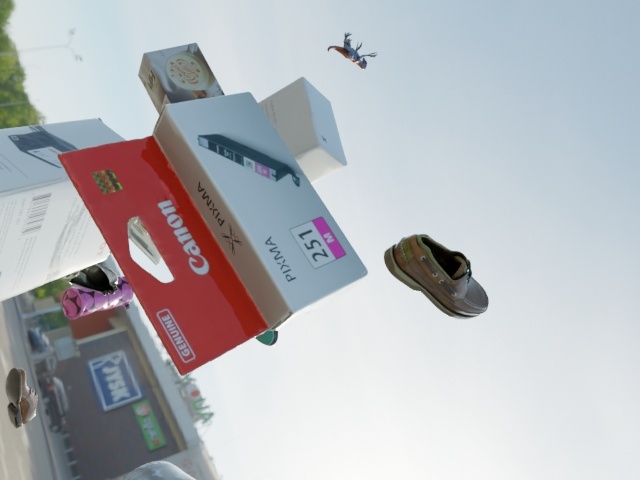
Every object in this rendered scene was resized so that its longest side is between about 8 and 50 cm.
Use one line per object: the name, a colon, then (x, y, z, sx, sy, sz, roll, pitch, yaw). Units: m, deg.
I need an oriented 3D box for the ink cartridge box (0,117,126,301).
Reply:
ink cartridge box: (-0.430, -0.044, 0.901, 0.129, 0.307, 0.223, 38, -63, 11)

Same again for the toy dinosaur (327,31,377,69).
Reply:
toy dinosaur: (0.062, -0.361, 1.188, 0.082, 0.090, 0.047, 66, 6, -47)

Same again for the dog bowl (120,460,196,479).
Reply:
dog bowl: (-0.324, 0.625, 1.202, 0.102, 0.348, 0.349, 4, -69, 27)

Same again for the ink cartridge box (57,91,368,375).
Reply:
ink cartridge box: (-0.109, -0.027, 0.670, 0.275, 0.238, 0.060, 57, -44, 11)

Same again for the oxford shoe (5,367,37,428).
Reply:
oxford shoe: (-0.856, 0.441, 1.765, 0.076, 0.076, 0.212, 34, -54, 30)

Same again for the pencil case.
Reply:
pencil case: (-0.605, 0.157, 1.664, 0.098, 0.209, 0.095, -31, -99, 22)

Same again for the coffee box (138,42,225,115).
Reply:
coffee box: (-0.304, -0.322, 1.430, 0.247, 0.141, 0.098, 62, -31, 8)

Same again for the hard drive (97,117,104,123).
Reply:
hard drive: (-0.478, -0.112, 1.123, 0.054, 0.255, 0.172, 46, -11, -11)

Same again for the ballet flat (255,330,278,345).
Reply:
ballet flat: (-0.142, 0.165, 1.354, 0.203, 0.074, 0.074, 32, -47, 38)

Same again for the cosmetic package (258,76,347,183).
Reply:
cosmetic package: (-0.173, -0.235, 1.732, 0.453, 0.161, 0.230, -24, -117, 24)

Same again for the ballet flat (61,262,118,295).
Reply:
ballet flat: (-0.517, 0.081, 1.373, 0.058, 0.084, 0.250, 56, -5, 16)

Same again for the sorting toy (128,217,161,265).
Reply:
sorting toy: (-0.292, -0.053, 1.255, 0.038, 0.208, 0.193, 36, -14, 16)

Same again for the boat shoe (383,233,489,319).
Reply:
boat shoe: (0.280, 0.082, 1.327, 0.104, 0.307, 0.111, -37, -139, 36)
